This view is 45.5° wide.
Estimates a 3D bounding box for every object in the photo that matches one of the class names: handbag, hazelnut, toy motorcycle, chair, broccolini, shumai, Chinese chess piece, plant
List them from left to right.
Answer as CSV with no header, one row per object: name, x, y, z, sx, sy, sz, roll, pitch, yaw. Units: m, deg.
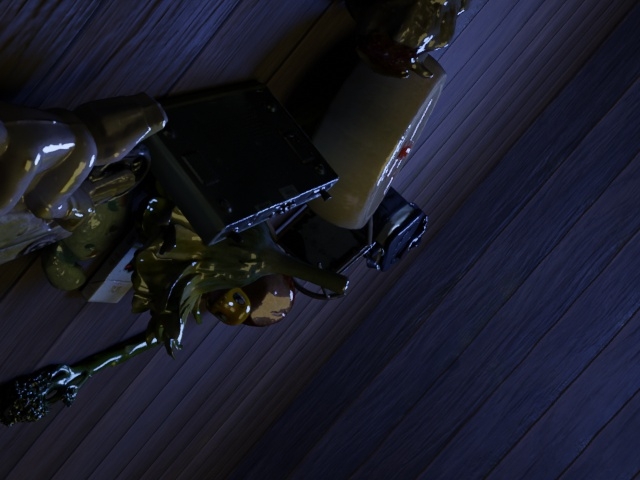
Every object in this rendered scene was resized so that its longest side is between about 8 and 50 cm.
toy motorcycle,-0.303,-0.058,0.745,0.340,0.108,0.223,-28,162,-35
broccolini,-0.372,0.220,1.303,0.079,0.074,0.392,-49,165,31
plant,-0.142,0.014,1.016,0.261,0.297,0.306,10,101,-60
hazelnut,-0.132,0.114,1.634,0.154,0.143,0.143,-29,160,-16
chair,0.000,0.000,1.608,0.166,0.188,0.272,-43,161,-17
Chinese chess piece,0.087,-0.183,1.329,0.338,0.140,0.338,-60,175,-9
handbag,0.160,-0.029,1.975,0.181,0.181,0.254,-44,164,-16
shumai,0.147,-0.320,1.068,0.218,0.186,0.184,-15,170,8

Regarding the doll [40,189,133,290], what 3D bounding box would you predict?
doll,-0.283,-0.031,0.937,0.214,0.071,0.103,-56,158,7

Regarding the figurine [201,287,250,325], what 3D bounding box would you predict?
figurine,-0.178,0.082,1.302,0.121,0.176,0.122,-46,148,0

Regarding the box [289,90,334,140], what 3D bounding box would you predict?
box,-0.082,-0.139,1.299,0.279,0.041,0.153,-38,163,-35

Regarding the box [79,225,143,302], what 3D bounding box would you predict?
box,-0.286,0.025,1.160,0.167,0.024,0.090,-50,165,4

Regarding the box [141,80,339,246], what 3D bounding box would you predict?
box,-0.103,-0.109,0.998,0.045,0.211,0.270,-43,170,36

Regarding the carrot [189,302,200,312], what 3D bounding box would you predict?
carrot,-0.224,0.062,1.420,0.037,0.037,0.190,-31,153,-48
